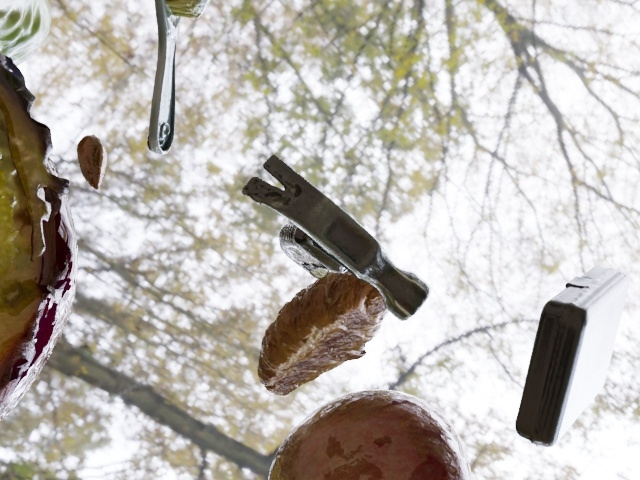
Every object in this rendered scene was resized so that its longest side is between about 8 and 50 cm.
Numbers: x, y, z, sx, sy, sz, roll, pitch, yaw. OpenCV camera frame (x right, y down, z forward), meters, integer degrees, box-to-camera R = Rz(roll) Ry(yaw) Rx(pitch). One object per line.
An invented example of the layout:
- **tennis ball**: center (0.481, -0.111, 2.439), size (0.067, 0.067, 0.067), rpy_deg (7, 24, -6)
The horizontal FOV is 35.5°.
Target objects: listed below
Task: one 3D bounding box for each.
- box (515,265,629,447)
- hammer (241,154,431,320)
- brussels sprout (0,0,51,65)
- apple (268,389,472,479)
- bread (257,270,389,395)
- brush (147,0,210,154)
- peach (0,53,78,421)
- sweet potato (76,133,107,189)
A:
- **box**: center (0.279, 0.122, 1.096), size (0.050, 0.230, 0.160), rpy_deg (17, -74, 25)
- **hammer**: center (0.000, 0.000, 0.839), size (0.041, 0.159, 0.226), rpy_deg (-49, -174, -6)
- **brussels sprout**: center (-0.480, -0.312, 1.252), size (0.260, 0.227, 0.294), rpy_deg (-16, -172, -14)
- **apple**: center (0.069, 0.371, 1.308), size (0.270, 0.344, 0.344), rpy_deg (-8, -127, 0)
- **bread**: center (0.006, 0.084, 1.040), size (0.233, 0.105, 0.075), rpy_deg (-45, -132, 44)
- **brush**: center (-0.143, -0.237, 1.059), size (0.060, 0.068, 0.296), rpy_deg (6, -81, 14)
- **peach**: center (-0.401, -0.023, 0.834), size (0.353, 0.416, 0.339), rpy_deg (32, -123, 32)
- **sweet potato**: center (-0.255, -0.092, 1.118), size (0.034, 0.034, 0.095), rpy_deg (-35, -137, 15)
